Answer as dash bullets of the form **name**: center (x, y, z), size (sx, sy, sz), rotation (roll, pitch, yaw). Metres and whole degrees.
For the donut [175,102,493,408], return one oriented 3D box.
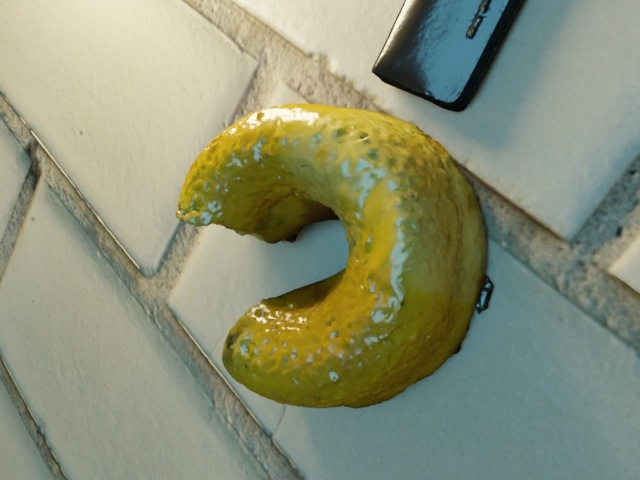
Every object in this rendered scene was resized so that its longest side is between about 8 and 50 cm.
- **donut**: center (0.000, 0.000, 0.713), size (0.378, 0.163, 0.435), rotation (-30, 72, 29)

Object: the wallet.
- **wallet**: center (0.170, -0.293, 0.675), size (0.149, 0.044, 0.250), rotation (35, 108, 26)
